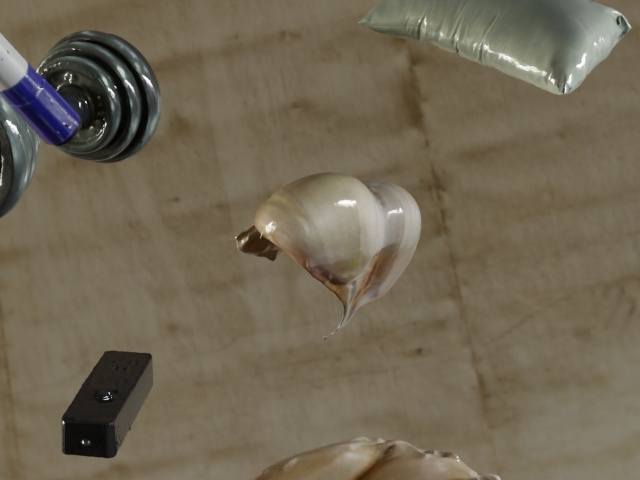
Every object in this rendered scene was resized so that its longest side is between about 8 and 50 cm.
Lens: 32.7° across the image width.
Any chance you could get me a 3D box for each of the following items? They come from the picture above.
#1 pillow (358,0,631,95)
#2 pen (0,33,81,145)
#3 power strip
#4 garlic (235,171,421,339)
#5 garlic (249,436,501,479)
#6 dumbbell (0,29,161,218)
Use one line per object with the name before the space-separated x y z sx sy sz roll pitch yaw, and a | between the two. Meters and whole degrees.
pillow | 0.174 -0.225 1.116 0.144 0.254 0.078 -47 -33 -27
pen | -0.248 -0.156 0.711 0.033 0.033 0.269 -16 -42 22
power strip | -0.142 0.108 0.736 0.038 0.029 0.111 3 19 4
garlic | 0.012 0.001 0.833 0.124 0.099 0.174 -40 -20 13
garlic | 0.062 0.274 0.936 0.228 0.217 0.110 -18 -23 14
dumbbell | -0.338 -0.141 1.290 0.179 0.179 0.406 -17 12 26
